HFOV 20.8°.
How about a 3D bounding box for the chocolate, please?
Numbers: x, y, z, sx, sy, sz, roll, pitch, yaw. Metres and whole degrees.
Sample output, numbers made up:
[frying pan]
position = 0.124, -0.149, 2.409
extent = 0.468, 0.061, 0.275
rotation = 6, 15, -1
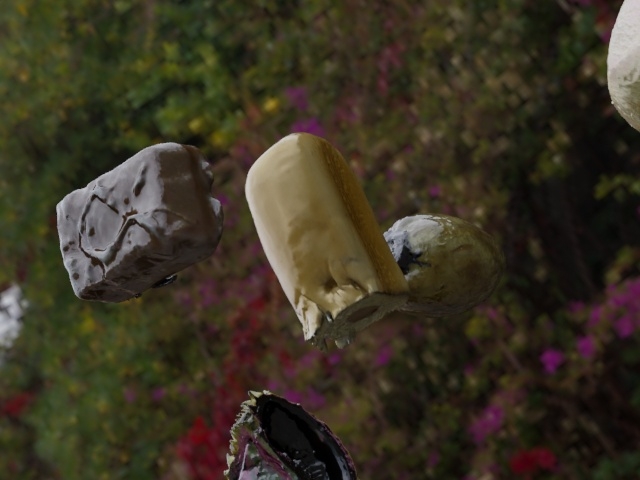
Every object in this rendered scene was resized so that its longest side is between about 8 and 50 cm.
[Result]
[chocolate]
position = -0.220, -0.021, 2.078
extent = 0.093, 0.148, 0.214
rotation = 2, -25, -46

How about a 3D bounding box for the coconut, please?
[coconut]
position = 0.354, -0.171, 1.626
extent = 0.194, 0.194, 0.194
rotation = -27, -28, -15

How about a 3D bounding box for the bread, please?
[bread]
position = -0.001, 0.001, 1.463
extent = 0.085, 0.173, 0.134
rotation = -29, -14, 18

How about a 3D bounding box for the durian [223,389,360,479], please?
[durian]
position = -0.039, 0.245, 1.791
extent = 0.108, 0.187, 0.119
rotation = -38, -1, 32

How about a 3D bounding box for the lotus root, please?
[lotus root]
position = 0.151, 0.030, 2.093
extent = 0.214, 0.138, 0.138
rotation = 0, -42, -39
